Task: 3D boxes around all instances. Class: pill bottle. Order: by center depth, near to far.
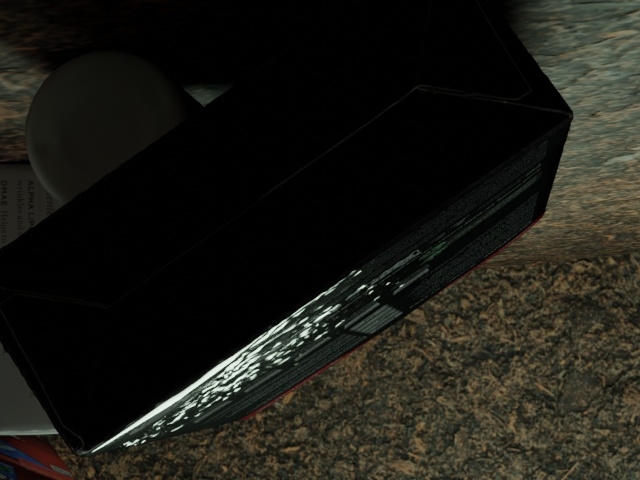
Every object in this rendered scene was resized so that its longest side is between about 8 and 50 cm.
[{"bbox_3d":[-0.090,-0.043,0.718,0.078,0.078,0.137,-6,174,6],"label":"pill bottle"}]

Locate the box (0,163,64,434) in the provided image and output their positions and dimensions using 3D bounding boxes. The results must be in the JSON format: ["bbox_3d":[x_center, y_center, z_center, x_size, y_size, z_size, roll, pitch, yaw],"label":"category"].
[{"bbox_3d":[-0.172,0.045,1.025,0.119,0.182,0.181,-1,174,-9],"label":"box"}]

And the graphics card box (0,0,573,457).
[{"bbox_3d":[0.000,0.000,0.713,0.233,0.094,0.371,-34,173,4],"label":"graphics card box"}]

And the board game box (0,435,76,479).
[{"bbox_3d":[-0.312,0.119,1.020,0.281,0.027,0.145,26,176,-21],"label":"board game box"}]
